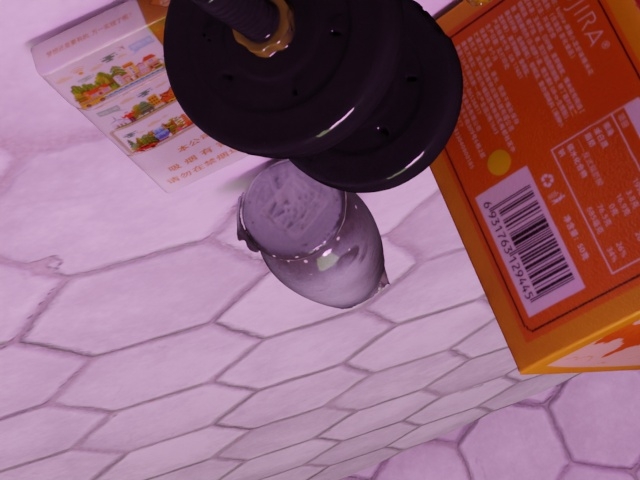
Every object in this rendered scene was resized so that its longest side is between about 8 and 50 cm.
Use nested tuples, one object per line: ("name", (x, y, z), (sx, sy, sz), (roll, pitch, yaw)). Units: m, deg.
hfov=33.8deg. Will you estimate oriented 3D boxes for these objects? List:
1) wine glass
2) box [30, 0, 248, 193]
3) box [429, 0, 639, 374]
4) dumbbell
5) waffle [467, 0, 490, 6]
("wine glass", (0.000, 0.000, 1.011), (0.111, 0.111, 0.204), (-24, 156, 8))
("box", (-0.102, -0.106, 0.763), (0.122, 0.032, 0.220), (-25, 158, 5))
("box", (0.242, -0.063, 0.844), (0.213, 0.284, 0.259), (-33, 157, 31))
("dumbbell", (0.003, -0.112, 0.670), (0.143, 0.143, 0.325), (-28, 165, 17))
("waffle", (0.145, -0.227, 0.656), (0.193, 0.070, 0.197), (-27, 161, 14))
